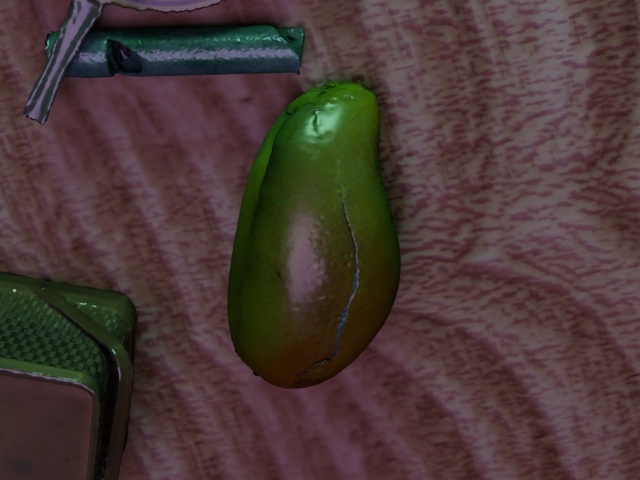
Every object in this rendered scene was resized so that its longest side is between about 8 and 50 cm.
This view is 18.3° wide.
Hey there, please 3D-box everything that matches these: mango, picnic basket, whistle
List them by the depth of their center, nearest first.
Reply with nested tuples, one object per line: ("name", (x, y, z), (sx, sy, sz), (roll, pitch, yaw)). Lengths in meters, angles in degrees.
("whistle", (-0.104, -0.136, 1.436), (0.186, 0.039, 0.039), (-1, 115, 8))
("mango", (0.000, 0.000, 1.447), (0.125, 0.111, 0.233), (13, 104, -10))
("picnic basket", (-0.272, 0.121, 1.524), (0.266, 0.139, 0.165), (9, 116, 4))

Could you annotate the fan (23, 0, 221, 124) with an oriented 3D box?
("fan", (-0.137, -0.231, 1.389), (0.229, 0.011, 0.335), (28, 107, 0))
